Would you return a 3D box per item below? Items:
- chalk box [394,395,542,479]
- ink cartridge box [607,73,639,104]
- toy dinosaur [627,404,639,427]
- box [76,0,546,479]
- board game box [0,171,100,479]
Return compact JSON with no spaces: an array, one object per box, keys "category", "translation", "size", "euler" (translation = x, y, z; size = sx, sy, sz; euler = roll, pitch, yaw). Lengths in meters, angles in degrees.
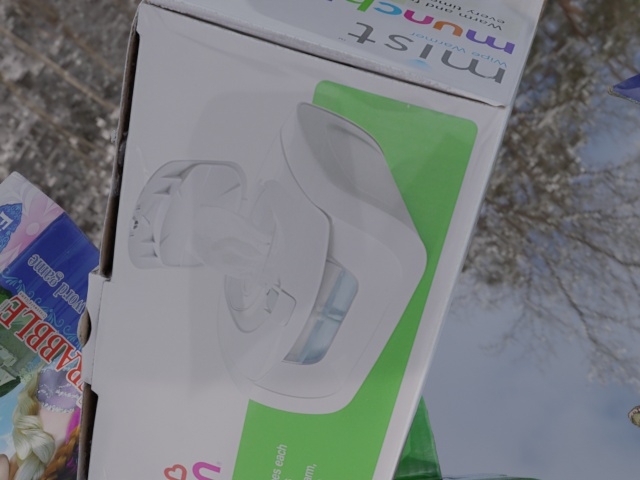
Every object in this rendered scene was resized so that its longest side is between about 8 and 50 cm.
[{"category":"chalk box","translation":[0.051,0.248,0.722],"size":[0.179,0.180,0.289],"euler":[140,-55,-73]},{"category":"ink cartridge box","translation":[0.278,-0.085,0.450],"size":[0.224,0.045,0.223],"euler":[-20,-150,-21]},{"category":"toy dinosaur","translation":[0.342,0.172,0.732],"size":[0.268,0.118,0.064],"euler":[32,-82,20]},{"category":"box","translation":[0.000,0.000,0.471],"size":[0.231,0.126,0.262],"euler":[-61,167,-59]},{"category":"board game box","translation":[-0.239,0.161,0.780],"size":[0.066,0.319,0.318],"euler":[34,-105,34]}]
